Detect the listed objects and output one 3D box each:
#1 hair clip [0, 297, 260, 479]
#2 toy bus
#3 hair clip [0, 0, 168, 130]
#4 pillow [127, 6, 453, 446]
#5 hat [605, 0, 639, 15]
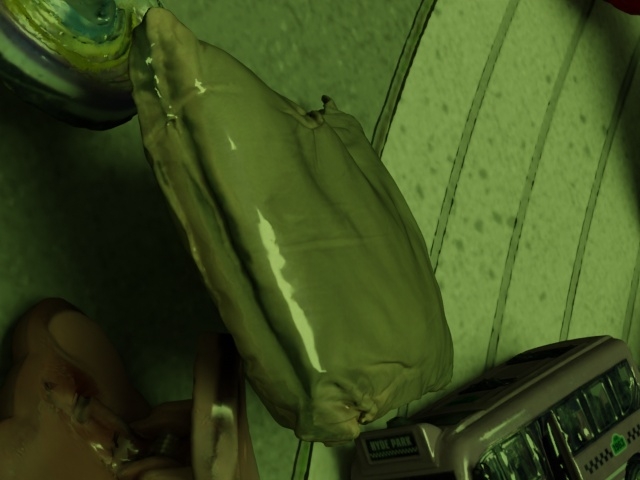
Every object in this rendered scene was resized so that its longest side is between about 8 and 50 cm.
[{"bbox_3d":[-0.078,0.098,0.549,0.138,0.102,0.123,85,6,-48],"label":"hair clip"},{"bbox_3d":[0.105,0.125,0.703,0.199,0.096,0.108,-20,93,-47],"label":"toy bus"},{"bbox_3d":[-0.121,-0.100,0.530,0.172,0.049,0.116,29,43,-42],"label":"hair clip"},{"bbox_3d":[0.000,0.000,0.577,0.173,0.067,0.270,68,13,6],"label":"pillow"},{"bbox_3d":[0.248,-0.316,0.873,0.274,0.242,0.332,15,96,-24],"label":"hat"}]
